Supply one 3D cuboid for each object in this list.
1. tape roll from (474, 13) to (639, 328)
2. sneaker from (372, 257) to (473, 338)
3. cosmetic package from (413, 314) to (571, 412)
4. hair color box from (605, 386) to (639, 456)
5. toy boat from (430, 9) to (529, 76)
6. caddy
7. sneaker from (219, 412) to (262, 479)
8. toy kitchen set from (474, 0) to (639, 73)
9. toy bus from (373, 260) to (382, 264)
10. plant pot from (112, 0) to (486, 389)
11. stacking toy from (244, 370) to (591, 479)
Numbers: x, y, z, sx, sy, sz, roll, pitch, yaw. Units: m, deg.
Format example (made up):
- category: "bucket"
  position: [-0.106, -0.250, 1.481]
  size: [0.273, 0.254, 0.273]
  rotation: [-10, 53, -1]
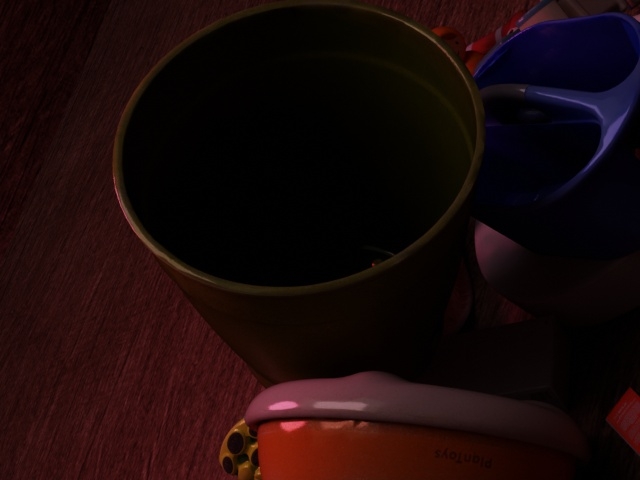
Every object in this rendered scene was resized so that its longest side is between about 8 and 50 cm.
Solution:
- category: "tape roll"
  position: [0.332, -0.085, 1.873]
  size: [0.392, 0.072, 0.392]
  rotation: [-41, 30, 30]
- category: "sneaker"
  position: [0.113, 0.053, 2.088]
  size: [0.121, 0.108, 0.302]
  rotation: [-49, 21, 28]
- category: "cosmetic package"
  position: [0.158, 0.159, 1.833]
  size: [0.239, 0.060, 0.099]
  rotation: [-13, 48, 26]
- category: "hair color box"
  position: [0.333, 0.199, 1.550]
  size: [0.043, 0.072, 0.141]
  rotation: [-54, 26, 9]
- category: "toy boat"
  position: [0.199, -0.231, 2.184]
  size: [0.231, 0.151, 0.151]
  rotation: [-27, 40, 48]
- category: "caddy"
  position: [0.254, -0.118, 1.762]
  size: [0.341, 0.179, 0.241]
  rotation: [4, 66, 62]
- category: "sneaker"
  position: [-0.023, 0.210, 2.180]
  size: [0.295, 0.109, 0.123]
  rotation: [-53, 0, 19]
- category: "toy kitchen set"
  position: [0.295, -0.291, 2.048]
  size: [0.207, 0.122, 0.166]
  rotation: [-34, -6, -28]
- category: "toy bus"
  position: [0.080, -0.079, 2.001]
  size: [0.202, 0.104, 0.191]
  rotation: [-12, 59, 65]
- category: "plant pot"
  position: [0.000, 0.000, 1.737]
  size: [0.367, 0.353, 0.366]
  rotation: [-4, 54, 6]
- category: "stacking toy"
  position: [0.072, 0.386, 1.615]
  size: [0.351, 0.351, 0.479]
  rotation: [-14, 65, 56]
